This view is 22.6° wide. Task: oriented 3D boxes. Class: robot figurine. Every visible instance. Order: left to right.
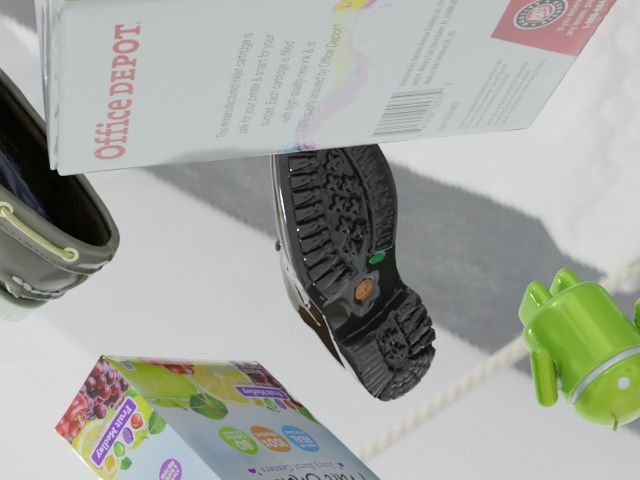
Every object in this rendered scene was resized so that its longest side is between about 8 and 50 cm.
[{"bbox_3d":[0.180,0.075,1.064,0.115,0.101,0.067,56,154,28],"label":"robot figurine"}]

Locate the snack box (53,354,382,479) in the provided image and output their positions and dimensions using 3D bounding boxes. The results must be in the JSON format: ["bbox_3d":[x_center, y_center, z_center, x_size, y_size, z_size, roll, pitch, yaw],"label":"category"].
[{"bbox_3d":[-0.039,0.161,1.020,0.207,0.174,0.070,42,108,28],"label":"snack box"}]

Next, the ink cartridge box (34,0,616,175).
[{"bbox_3d":[-0.004,-0.084,0.516,0.127,0.175,0.072,117,145,-68],"label":"ink cartridge box"}]

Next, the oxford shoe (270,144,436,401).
[{"bbox_3d":[0.000,0.000,1.008,0.096,0.083,0.227,34,148,44],"label":"oxford shoe"}]

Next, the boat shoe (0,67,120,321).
[{"bbox_3d":[-0.239,-0.093,0.989,0.091,0.109,0.305,-27,106,26],"label":"boat shoe"}]
